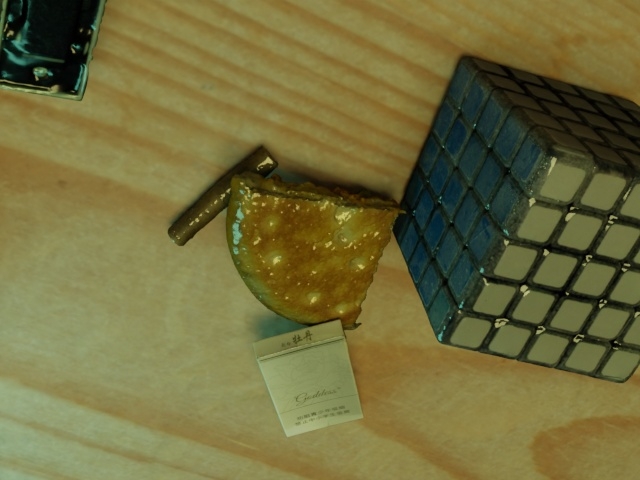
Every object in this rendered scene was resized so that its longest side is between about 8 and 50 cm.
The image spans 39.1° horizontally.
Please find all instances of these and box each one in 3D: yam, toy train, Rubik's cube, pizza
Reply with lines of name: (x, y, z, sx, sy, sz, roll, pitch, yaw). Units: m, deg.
yam: (-0.108, -0.048, 0.982, 0.145, 0.032, 0.032, -39, 122, 13)
toy train: (-0.191, -0.294, 0.711, 0.086, 0.088, 0.407, 7, 136, -24)
Rubik's cube: (0.238, -0.026, 0.943, 0.238, 0.237, 0.237, 11, 121, -19)
pizza: (0.000, 0.000, 1.013, 0.197, 0.058, 0.292, -33, 134, 7)

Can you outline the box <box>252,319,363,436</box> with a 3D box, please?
box: (-0.011, 0.175, 1.123, 0.109, 0.029, 0.198, -14, 138, -1)
